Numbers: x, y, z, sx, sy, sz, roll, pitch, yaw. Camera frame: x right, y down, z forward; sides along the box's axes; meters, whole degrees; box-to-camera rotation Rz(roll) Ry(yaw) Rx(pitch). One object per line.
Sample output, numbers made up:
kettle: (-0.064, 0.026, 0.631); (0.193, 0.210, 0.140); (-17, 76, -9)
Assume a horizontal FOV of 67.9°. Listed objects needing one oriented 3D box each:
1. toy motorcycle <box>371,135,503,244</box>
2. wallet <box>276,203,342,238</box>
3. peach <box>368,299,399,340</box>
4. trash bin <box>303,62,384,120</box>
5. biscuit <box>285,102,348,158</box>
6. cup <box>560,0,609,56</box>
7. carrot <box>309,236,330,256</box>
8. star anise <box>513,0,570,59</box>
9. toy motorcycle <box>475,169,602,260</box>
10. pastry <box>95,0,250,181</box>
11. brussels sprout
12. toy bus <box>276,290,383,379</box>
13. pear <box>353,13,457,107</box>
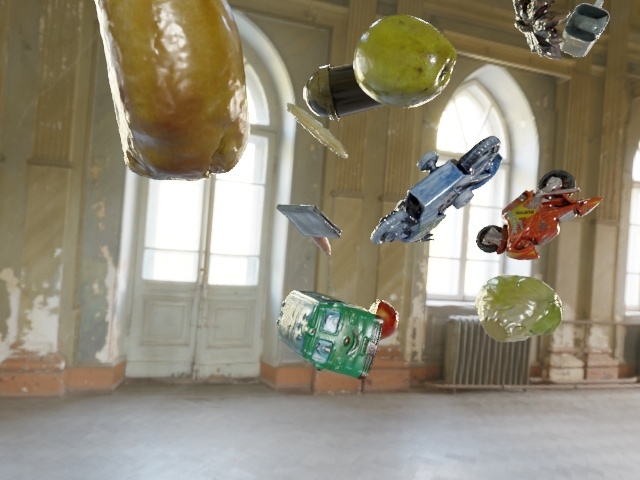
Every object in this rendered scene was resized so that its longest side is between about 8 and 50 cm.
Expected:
toy motorcycle: (0.184, -0.067, 0.745); (0.254, 0.092, 0.135); (-38, -20, -2)
wallet: (-0.036, -0.068, 1.692); (0.168, 0.036, 0.222); (5, -24, 34)
peach: (0.205, 0.284, 1.623); (0.119, 0.151, 0.151); (29, 2, 6)
trash bin: (0.100, -0.582, 1.844); (0.334, 0.213, 0.214); (-8, -3, 9)
biscuit: (-0.008, -0.367, 1.580); (0.265, 0.040, 0.188); (39, 16, -14)
cup: (0.751, -0.608, 1.347); (0.095, 0.128, 0.129); (30, 8, 15)
carrot: (0.000, 0.000, 1.987); (0.069, 0.069, 0.336); (4, -26, 19)
star anise: (0.577, -0.578, 1.270); (0.081, 0.230, 0.262); (-36, 10, 11)
toy motorcycle: (0.554, -0.049, 1.235); (0.089, 0.298, 0.171); (34, 19, -44)
pastry: (-0.194, -0.235, 0.618); (0.164, 0.355, 0.356); (-8, 4, -19)
brussels sprout: (0.704, 0.251, 1.736); (0.317, 0.242, 0.273); (-17, 26, -13)
toy bus: (0.005, 0.240, 1.301); (0.200, 0.183, 0.344); (19, -6, -17)
pear: (0.238, -0.511, 1.367); (0.307, 0.252, 0.253); (29, 14, 35)
